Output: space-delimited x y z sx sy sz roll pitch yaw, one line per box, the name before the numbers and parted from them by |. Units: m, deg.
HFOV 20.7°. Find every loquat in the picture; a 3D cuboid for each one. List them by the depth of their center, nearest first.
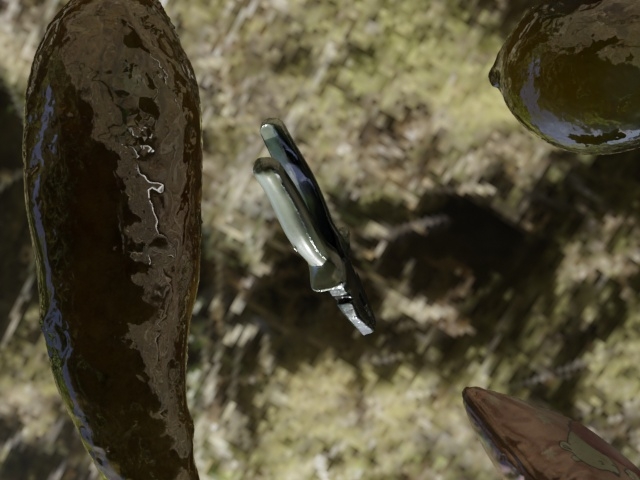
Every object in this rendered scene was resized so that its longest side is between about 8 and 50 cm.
loquat | 0.227 -0.143 1.472 0.195 0.152 0.152 14 -168 38

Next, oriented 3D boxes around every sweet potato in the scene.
sweet potato | -0.134 0.018 1.209 0.130 0.130 0.422 -2 -97 -48

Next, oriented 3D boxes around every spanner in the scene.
spanner | 0.000 0.000 1.972 0.325 0.040 0.095 61 -153 -42

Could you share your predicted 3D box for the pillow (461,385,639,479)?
pillow | 0.245 0.229 1.588 0.236 0.084 0.223 47 -166 30
